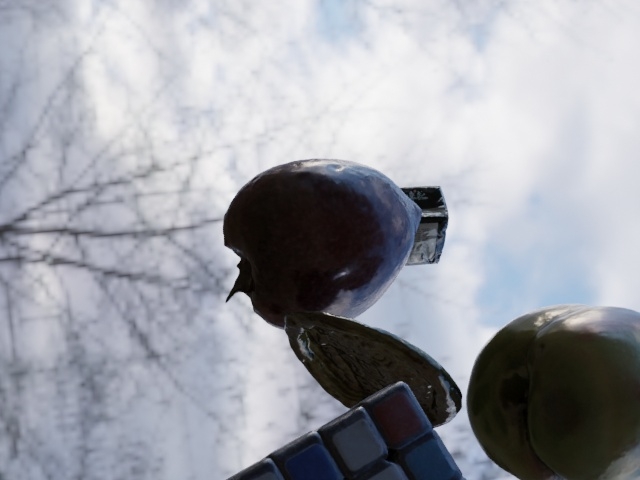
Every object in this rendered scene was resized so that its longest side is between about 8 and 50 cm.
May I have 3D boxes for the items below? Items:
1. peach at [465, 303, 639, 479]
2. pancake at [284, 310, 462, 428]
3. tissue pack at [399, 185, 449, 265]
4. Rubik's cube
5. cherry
[{"bbox_3d":[0.334,0.196,1.944,0.292,0.292,0.247,134,-53,-62],"label":"peach"},{"bbox_3d":[0.063,0.159,1.923,0.031,0.250,0.250,-59,-172,-26],"label":"pancake"},{"bbox_3d":[0.095,-0.019,2.274,0.090,0.170,0.103,-101,-168,-51],"label":"tissue pack"},{"bbox_3d":[-0.004,0.353,1.551,0.287,0.293,0.292,59,-28,8],"label":"Rubik's cube"},{"bbox_3d":[0.000,0.000,2.096,0.203,0.300,0.230,124,-55,-75],"label":"cherry"}]
